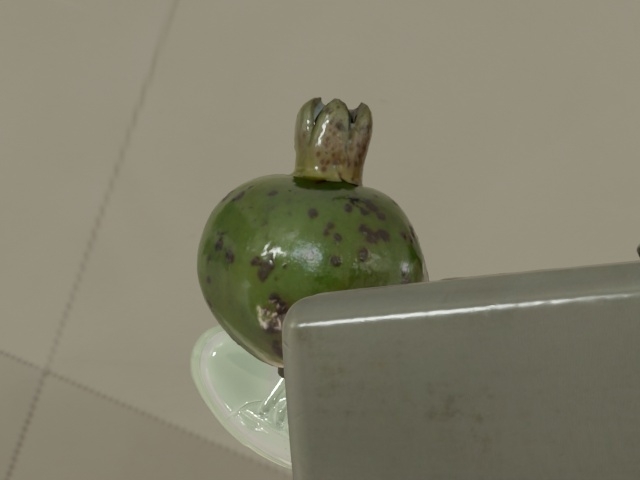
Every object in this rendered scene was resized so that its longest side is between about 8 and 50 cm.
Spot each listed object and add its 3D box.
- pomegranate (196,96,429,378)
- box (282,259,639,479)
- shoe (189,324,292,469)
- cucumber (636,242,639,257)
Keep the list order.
[{"bbox_3d":[0.000,0.000,1.363,0.202,0.202,0.248,10,85,12],"label":"pomegranate"},{"bbox_3d":[0.107,0.061,0.622,0.243,0.055,0.103,-6,85,15],"label":"box"},{"bbox_3d":[0.013,0.214,1.831,0.363,0.160,0.132,33,77,-5],"label":"shoe"},{"bbox_3d":[0.374,-0.046,1.533,0.058,0.058,0.187,34,108,9],"label":"cucumber"}]
